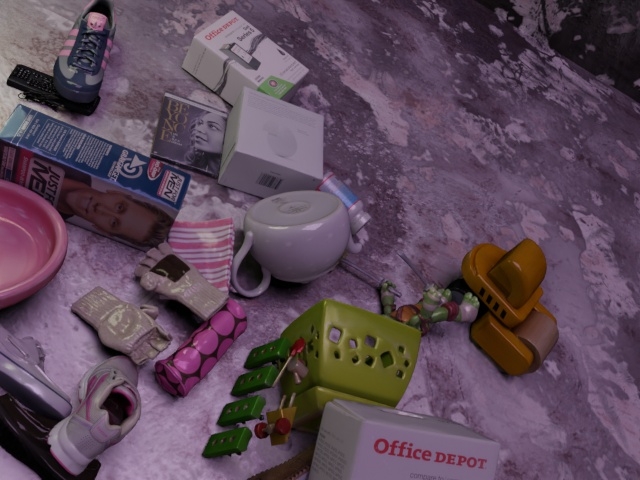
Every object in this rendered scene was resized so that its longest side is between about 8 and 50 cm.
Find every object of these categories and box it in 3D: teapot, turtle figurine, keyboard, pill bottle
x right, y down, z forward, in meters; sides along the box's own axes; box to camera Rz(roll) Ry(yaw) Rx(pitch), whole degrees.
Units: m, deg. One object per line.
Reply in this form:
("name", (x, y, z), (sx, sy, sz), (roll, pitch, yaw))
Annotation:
("teapot", (-0.051, 0.012, 1.424), (0.256, 0.187, 0.252), (0, 25, 11))
("turtle figurine", (0.232, 0.122, 1.505), (0.266, 0.198, 0.275), (0, 62, -36))
("keyboard", (-0.600, -0.340, 1.442), (0.192, 0.038, 0.100), (19, 50, -18))
("pill bottle", (0.051, -0.092, 1.624), (0.160, 0.087, 0.087), (45, 47, 5))

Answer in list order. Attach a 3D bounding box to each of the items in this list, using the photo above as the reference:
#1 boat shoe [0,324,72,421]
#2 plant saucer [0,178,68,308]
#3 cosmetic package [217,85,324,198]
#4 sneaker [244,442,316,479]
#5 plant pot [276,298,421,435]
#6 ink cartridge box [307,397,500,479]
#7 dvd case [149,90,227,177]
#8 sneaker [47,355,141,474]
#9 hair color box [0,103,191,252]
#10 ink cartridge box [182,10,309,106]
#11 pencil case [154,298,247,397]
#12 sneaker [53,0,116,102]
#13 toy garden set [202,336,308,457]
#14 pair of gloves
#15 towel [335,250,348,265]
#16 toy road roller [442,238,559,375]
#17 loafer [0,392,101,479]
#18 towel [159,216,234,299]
("boat shoe", (-0.506, 0.197, 1.066), (0.258, 0.095, 0.084), (40, 51, -2))
("plant saucer", (-0.614, 0.013, 1.099), (0.332, 0.084, 0.332), (15, 36, -11))
("cosmetic package", (-0.118, -0.228, 1.584), (0.224, 0.138, 0.225), (17, 52, -20))
("sneaker", (-0.037, 0.476, 1.146), (0.282, 0.099, 0.153), (-23, 99, -20))
("plant pot", (0.044, 0.273, 1.266), (0.227, 0.228, 0.207), (20, 57, -18))
("ink cartridge box", (0.116, 0.489, 1.069), (0.279, 0.160, 0.385), (15, 82, -21))
("dvd case", (-0.319, -0.264, 1.571), (0.164, 0.018, 0.221), (17, 50, -20))
("sneaker", (-0.340, 0.269, 1.055), (0.103, 0.111, 0.252), (56, 13, -20))
("hair color box", (-0.454, -0.112, 1.269), (0.347, 0.174, 0.105), (22, 49, -16))
("ink cartridge box", (-0.200, -0.464, 1.723), (0.273, 0.115, 0.198), (37, 46, -3))
("pencil case", (-0.232, 0.205, 1.234), (0.209, 0.098, 0.095), (-46, 132, -44))
("sneaker", (-0.541, -0.453, 1.481), (0.112, 0.131, 0.319), (15, 45, -24))
("toy garden set", (-0.094, 0.289, 1.184), (0.049, 0.203, 0.244), (45, 44, -21))
("pair of gloves", (-0.323, 0.115, 1.217), (0.204, 0.042, 0.240), (36, 52, 24))
("towel", (0.000, 0.000, 1.567), (0.148, 0.027, 0.110), (45, 47, 3))
("toy road roller", (0.491, 0.148, 1.611), (0.329, 0.240, 0.202), (48, 47, 7))
("loafer", (-0.445, 0.324, 1.031), (0.220, 0.080, 0.078), (48, 42, -5))
("towel", (-0.257, 0.036, 1.337), (0.144, 0.029, 0.197), (-4, 54, 4))
